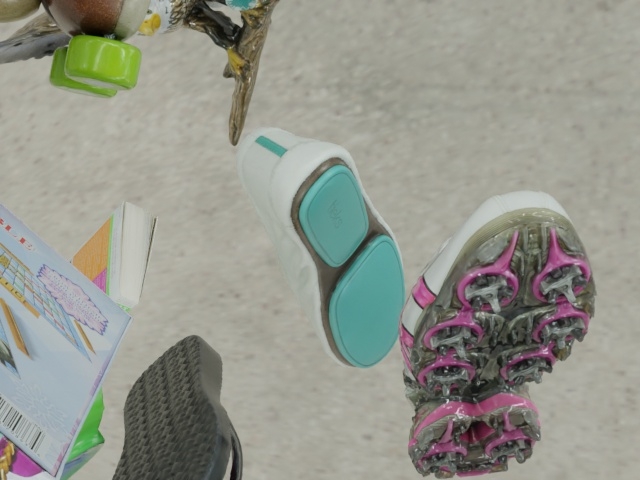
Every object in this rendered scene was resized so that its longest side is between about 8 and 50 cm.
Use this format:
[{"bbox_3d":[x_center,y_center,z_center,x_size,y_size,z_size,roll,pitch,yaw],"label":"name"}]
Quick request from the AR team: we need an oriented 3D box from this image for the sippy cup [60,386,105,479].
[{"bbox_3d":[-0.377,0.188,1.746,0.305,0.240,0.224,-36,85,-13],"label":"sippy cup"}]

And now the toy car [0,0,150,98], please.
[{"bbox_3d":[-0.213,-0.197,1.194,0.188,0.149,0.155,11,87,-16],"label":"toy car"}]

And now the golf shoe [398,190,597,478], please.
[{"bbox_3d":[0.059,0.025,0.678,0.067,0.186,0.086,-5,61,-9],"label":"golf shoe"}]

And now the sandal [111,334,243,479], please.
[{"bbox_3d":[-0.143,0.242,1.888,0.167,0.446,0.107,-39,107,14],"label":"sandal"}]

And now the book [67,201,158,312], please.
[{"bbox_3d":[-0.197,0.043,1.480,0.035,0.144,0.096,24,50,-26],"label":"book"}]

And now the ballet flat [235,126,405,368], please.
[{"bbox_3d":[0.000,0.000,1.856,0.139,0.400,0.139,-6,59,11],"label":"ballet flat"}]

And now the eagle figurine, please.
[{"bbox_3d":[-0.191,-0.248,1.706,0.298,0.225,0.226,16,82,-5],"label":"eagle figurine"}]

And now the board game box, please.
[{"bbox_3d":[-0.264,0.005,0.994,0.318,0.318,0.066,42,100,-7],"label":"board game box"}]

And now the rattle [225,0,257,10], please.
[{"bbox_3d":[-0.032,-0.267,1.502,0.199,0.143,0.130,-11,107,17],"label":"rattle"}]
